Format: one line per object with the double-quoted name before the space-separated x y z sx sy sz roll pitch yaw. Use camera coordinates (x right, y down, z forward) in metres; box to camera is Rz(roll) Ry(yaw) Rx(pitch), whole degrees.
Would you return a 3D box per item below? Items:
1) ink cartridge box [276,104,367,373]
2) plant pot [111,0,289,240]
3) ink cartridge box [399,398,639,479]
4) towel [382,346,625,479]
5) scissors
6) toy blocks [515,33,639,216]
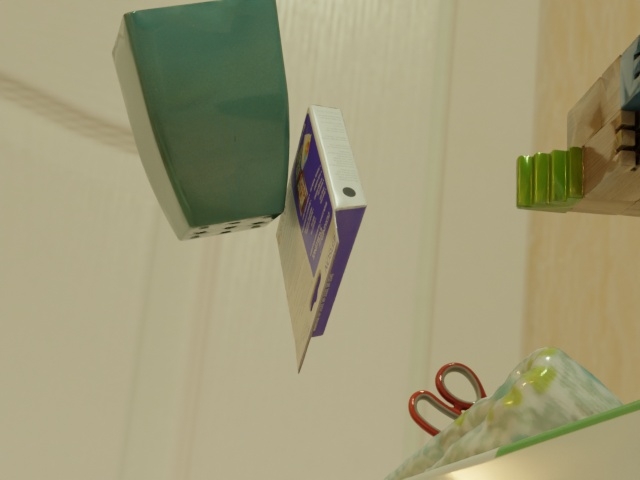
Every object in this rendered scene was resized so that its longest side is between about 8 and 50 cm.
"ink cartridge box" 0.000 0.000 1.480 0.045 0.208 0.206 3 -44 -14
"plant pot" -0.122 -0.126 1.536 0.165 0.234 0.166 -10 -5 -14
"ink cartridge box" 0.141 0.158 0.653 0.154 0.093 0.212 -24 -30 24
"towel" 0.150 0.278 0.914 0.320 0.090 0.374 40 -52 -3
"scissors" 0.254 0.263 1.791 0.297 0.109 0.021 32 -28 8
"toy blocks" 0.381 -0.092 1.153 0.381 0.190 0.261 5 -15 -6
